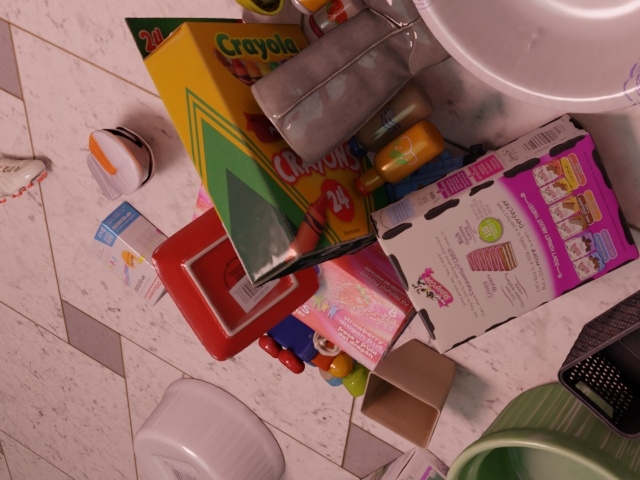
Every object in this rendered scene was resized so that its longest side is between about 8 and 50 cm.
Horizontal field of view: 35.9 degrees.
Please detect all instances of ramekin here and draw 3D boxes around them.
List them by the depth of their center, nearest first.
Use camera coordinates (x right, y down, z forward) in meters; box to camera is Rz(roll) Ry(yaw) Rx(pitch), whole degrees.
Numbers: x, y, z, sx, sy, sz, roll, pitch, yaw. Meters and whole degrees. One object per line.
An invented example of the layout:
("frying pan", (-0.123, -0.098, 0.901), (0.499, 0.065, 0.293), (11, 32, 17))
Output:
("ramekin", (0.326, 0.329, 1.260), (0.303, 0.148, 0.303), (20, 131, 25))
("ramekin", (-0.218, 0.405, 1.854), (0.277, 0.135, 0.277), (24, 140, 22))

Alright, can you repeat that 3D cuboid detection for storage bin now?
("storage bin", (0.370, 0.132, 1.104), (0.122, 0.084, 0.180), (41, 144, 0))

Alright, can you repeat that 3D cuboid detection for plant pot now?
("plant pot", (0.131, 0.205, 1.376), (0.109, 0.096, 0.109), (29, 141, 16))

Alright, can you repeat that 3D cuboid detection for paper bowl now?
("paper bowl", (0.213, -0.258, 0.799), (0.284, 0.148, 0.284), (24, 140, 22))

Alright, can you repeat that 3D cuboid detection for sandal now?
("sandal", (-0.289, -0.122, 1.452), (0.102, 0.076, 0.265), (59, 162, -8))

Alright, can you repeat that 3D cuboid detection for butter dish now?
("butter dish", (-0.111, 0.032, 1.149), (0.160, 0.160, 0.118), (60, 160, -19))

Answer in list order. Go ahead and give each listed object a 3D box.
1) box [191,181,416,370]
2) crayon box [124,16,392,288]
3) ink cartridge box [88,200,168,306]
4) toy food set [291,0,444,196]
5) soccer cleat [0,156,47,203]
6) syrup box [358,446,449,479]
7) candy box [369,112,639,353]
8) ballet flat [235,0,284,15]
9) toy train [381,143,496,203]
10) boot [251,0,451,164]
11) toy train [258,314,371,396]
("box", (0.000, 0.000, 1.242), (0.300, 0.154, 0.142), (35, 143, 10))
("crayon box", (-0.059, -0.124, 1.069), (0.081, 0.202, 0.319), (-33, 81, 36))
("ink cartridge box", (-0.281, 0.036, 1.601), (0.181, 0.061, 0.104), (41, 143, 1))
("toy food set", (0.031, -0.170, 1.053), (0.104, 0.111, 0.232), (-35, 95, 27))
("soccer cleat", (-0.530, -0.112, 1.674), (0.196, 0.068, 0.076), (-13, 115, 51))
("syrup box", (0.119, 0.426, 1.610), (0.096, 0.093, 0.237), (42, 143, -1))
("candy box", (0.190, -0.005, 1.027), (0.233, 0.071, 0.159), (-27, 114, 6))
("ballet flat", (-0.076, -0.336, 1.030), (0.077, 0.077, 0.231), (-124, 15, -44))
("toy train", (0.139, -0.046, 1.119), (0.184, 0.080, 0.105), (-12, 97, 33))
("boot", (0.019, -0.199, 0.951), (0.208, 0.076, 0.190), (-28, 95, 30))
("toy train", (0.022, 0.168, 1.380), (0.143, 0.105, 0.248), (43, 171, -22))
